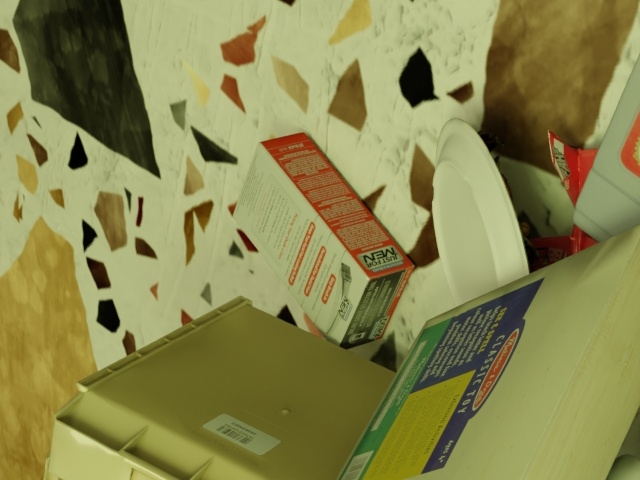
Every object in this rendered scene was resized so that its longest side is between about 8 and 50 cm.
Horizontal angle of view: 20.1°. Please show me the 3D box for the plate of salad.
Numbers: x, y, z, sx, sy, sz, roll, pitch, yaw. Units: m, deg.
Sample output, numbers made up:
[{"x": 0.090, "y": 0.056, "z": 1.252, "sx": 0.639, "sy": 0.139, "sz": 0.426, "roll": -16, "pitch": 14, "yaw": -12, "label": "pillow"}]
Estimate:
[{"x": 0.128, "y": 0.006, "z": 1.327, "sx": 0.200, "sy": 0.048, "sz": 0.200, "roll": 167, "pitch": 90, "yaw": -79, "label": "plate of salad"}]

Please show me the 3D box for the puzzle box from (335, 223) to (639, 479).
[{"x": 0.063, "y": 0.187, "z": 1.100, "sx": 0.052, "sy": 0.409, "sz": 0.272, "roll": 38, "pitch": 151, "yaw": -12, "label": "puzzle box"}]

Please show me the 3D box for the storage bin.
[{"x": -0.035, "y": 0.179, "z": 1.392, "sx": 0.262, "sy": 0.260, "sz": 0.123, "roll": 24, "pitch": 119, "yaw": 25, "label": "storage bin"}]

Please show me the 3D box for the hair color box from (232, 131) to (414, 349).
[{"x": 0.000, "y": 0.000, "z": 1.512, "sx": 0.167, "sy": 0.053, "sz": 0.093, "roll": 53, "pitch": 140, "yaw": 29, "label": "hair color box"}]

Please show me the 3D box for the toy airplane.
[{"x": 0.183, "y": -0.007, "z": 1.275, "sx": 0.151, "sy": 0.028, "sz": 0.151, "roll": 166, "pitch": 90, "yaw": -71, "label": "toy airplane"}]

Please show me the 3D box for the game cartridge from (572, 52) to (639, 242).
[{"x": 0.273, "y": -0.060, "z": 1.070, "sx": 0.196, "sy": 0.060, "sz": 0.294, "roll": 36, "pitch": 137, "yaw": 20, "label": "game cartridge"}]

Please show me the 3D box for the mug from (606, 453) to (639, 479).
[{"x": 0.167, "y": 0.295, "z": 1.088, "sx": 0.374, "sy": 0.276, "sz": 0.328, "roll": 18, "pitch": 87, "yaw": 45, "label": "mug"}]
